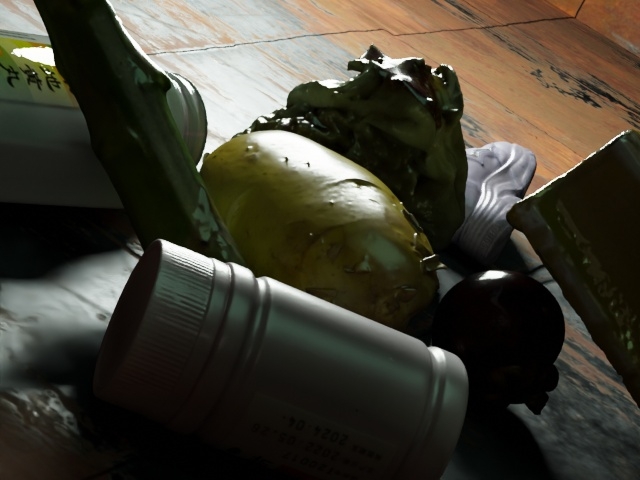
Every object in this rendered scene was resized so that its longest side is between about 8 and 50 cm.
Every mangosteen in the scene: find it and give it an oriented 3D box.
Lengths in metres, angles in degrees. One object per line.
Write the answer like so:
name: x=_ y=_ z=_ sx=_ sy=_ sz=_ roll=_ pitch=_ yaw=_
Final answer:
mangosteen: x=0.166 y=0.096 z=1.617 sx=0.140 sy=0.140 sz=0.140 roll=25 pitch=20 yaw=-10

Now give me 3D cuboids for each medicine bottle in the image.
medicine bottle: x=-0.245 y=-0.107 z=1.553 sx=0.324 sy=0.124 sz=0.179 roll=5 pitch=34 yaw=-50
medicine bottle: x=-0.028 y=0.100 z=1.313 sx=0.250 sy=0.133 sz=0.133 roll=23 pitch=20 yaw=-16

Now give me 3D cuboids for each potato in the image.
potato: x=0.000 y=0.000 z=1.585 sx=0.173 sy=0.140 sz=0.300 roll=6 pitch=23 yaw=-33

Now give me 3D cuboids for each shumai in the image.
shumai: x=0.051 y=-0.103 z=1.808 sx=0.256 sy=0.218 sz=0.189 roll=18 pitch=31 yaw=-25

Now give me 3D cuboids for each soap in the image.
soap: x=0.316 y=0.072 z=1.621 sx=0.335 sy=0.156 sz=0.293 roll=56 pitch=13 yaw=6

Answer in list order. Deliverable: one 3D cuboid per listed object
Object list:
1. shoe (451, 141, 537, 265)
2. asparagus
shoe: x=0.162 y=-0.063 z=2.021 sx=0.137 sy=0.095 sz=0.245 roll=31 pitch=26 yaw=-1
asparagus: x=-0.149 y=-0.080 z=1.471 sx=0.085 sy=0.082 sz=0.343 roll=-22 pitch=85 yaw=-54
